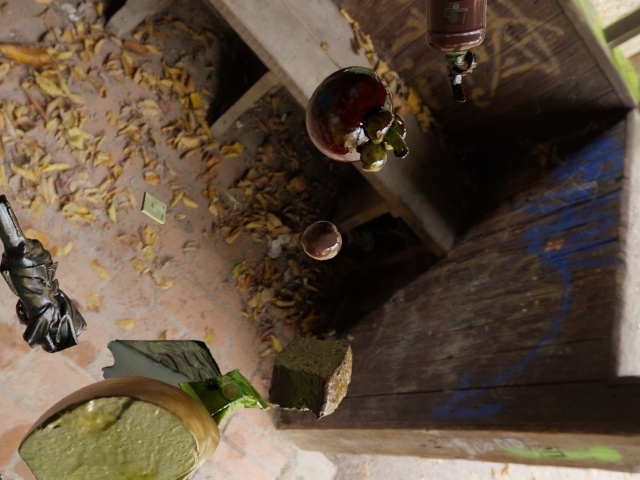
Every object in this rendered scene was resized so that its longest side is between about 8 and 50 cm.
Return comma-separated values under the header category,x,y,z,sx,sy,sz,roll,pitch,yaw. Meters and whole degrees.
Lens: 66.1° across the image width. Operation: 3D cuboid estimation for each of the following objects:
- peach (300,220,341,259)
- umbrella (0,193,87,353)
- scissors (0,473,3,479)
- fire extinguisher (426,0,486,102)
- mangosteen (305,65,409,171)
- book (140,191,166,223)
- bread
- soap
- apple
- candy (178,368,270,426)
category,x,y,z,sx,sy,sz,roll,pitch,yaw
peach,0.002,0.001,1.013,0.083,0.083,0.083,15,65,-34
umbrella,-0.519,0.069,0.882,0.118,0.118,0.340,-42,145,-41
scissors,-0.626,0.289,0.721,0.360,0.029,0.191,18,81,7
fire extinguisher,0.235,-0.413,0.837,0.147,0.107,0.337,-83,166,-59
mangosteen,0.089,-0.260,1.106,0.257,0.215,0.215,46,46,17
book,-0.597,-0.115,1.762,0.111,0.014,0.077,44,39,-56
bread,-0.010,0.186,0.695,0.187,0.103,0.065,-24,116,-73
soap,-0.433,0.410,1.387,0.302,0.159,0.258,8,30,-40
apple,-0.384,0.396,0.994,0.309,0.314,0.252,-24,64,-4
candy,-0.243,0.404,1.280,0.149,0.069,0.246,46,23,24
